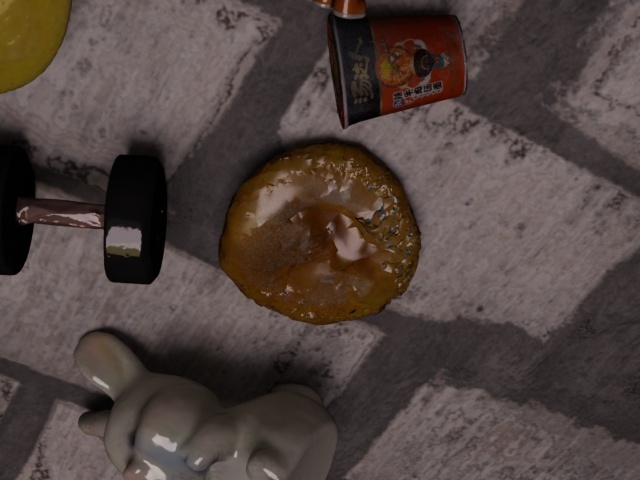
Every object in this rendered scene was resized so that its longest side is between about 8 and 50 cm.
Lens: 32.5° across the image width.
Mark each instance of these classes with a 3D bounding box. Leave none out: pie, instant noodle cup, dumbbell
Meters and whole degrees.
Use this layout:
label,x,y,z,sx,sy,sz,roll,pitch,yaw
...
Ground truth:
label,x,y,z,sx,sy,sz,roll,pitch,yaw
pie,0.000,0.001,1.335,0.273,0.069,0.273,-1,130,-2
instant noodle cup,0.081,-0.187,1.162,0.135,0.127,0.127,-8,127,-2
dumbbell,-0.293,-0.030,1.267,0.218,0.152,0.152,4,127,-2

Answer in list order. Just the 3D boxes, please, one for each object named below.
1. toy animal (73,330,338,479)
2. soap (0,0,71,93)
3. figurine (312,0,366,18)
label,x,y,z,sx,sy,sz,roll,pitch,yaw
toy animal,-0.166,0.252,1.459,0.367,0.241,0.196,13,120,10
soap,-0.398,-0.325,1.069,0.306,0.115,0.427,2,128,-3
figurine,0.038,-0.345,1.030,0.143,0.143,0.271,1,129,1
